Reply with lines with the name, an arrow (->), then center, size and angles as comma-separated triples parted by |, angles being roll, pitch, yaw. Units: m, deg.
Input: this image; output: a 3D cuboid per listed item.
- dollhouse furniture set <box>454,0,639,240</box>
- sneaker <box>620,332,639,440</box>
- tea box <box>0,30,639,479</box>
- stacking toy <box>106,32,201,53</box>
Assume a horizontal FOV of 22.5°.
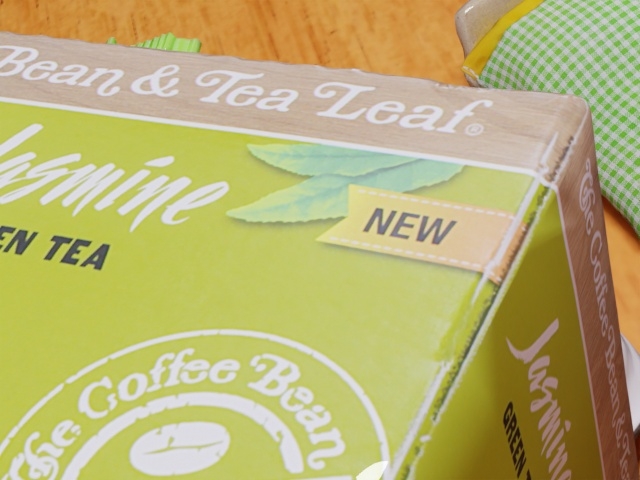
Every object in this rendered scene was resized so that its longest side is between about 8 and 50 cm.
dollhouse furniture set -> 0.210, -0.158, 0.727 | 0.301, 0.151, 0.197 | -30, 39, -10
sneaker -> 0.000, 0.000, 0.664 | 0.297, 0.129, 0.111 | 15, 53, 39
tea box -> -0.110, 0.118, 0.484 | 0.329, 0.220, 0.323 | 9, 47, 25
stacking toy -> -0.184, -0.048, 0.873 | 0.221, 0.052, 0.167 | -9, 40, 16
